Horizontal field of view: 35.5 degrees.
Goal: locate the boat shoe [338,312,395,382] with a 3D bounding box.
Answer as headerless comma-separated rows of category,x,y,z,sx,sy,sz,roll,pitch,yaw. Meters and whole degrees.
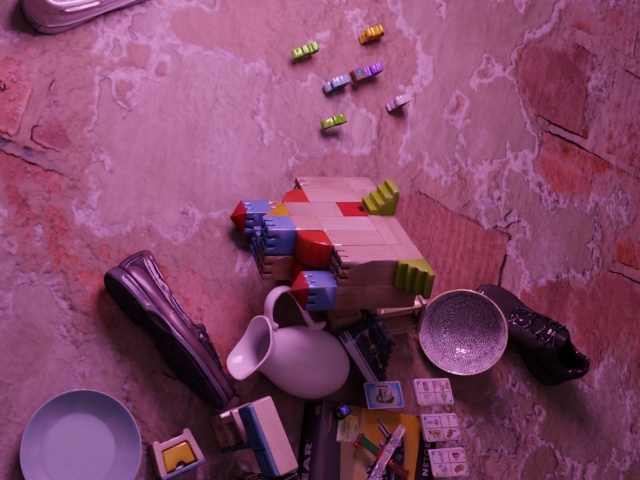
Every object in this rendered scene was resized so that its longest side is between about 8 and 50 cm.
boat shoe,0.106,0.212,1.814,0.083,0.065,0.183,-32,130,-1

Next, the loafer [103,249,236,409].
loafer,-0.233,0.146,1.681,0.302,0.109,0.095,50,58,-6

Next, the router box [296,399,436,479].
router box,0.077,0.456,1.786,0.242,0.081,0.309,13,73,-24

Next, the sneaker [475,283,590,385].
sneaker,0.426,0.179,1.998,0.286,0.130,0.109,38,67,-14

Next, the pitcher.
pitcher,-0.039,0.180,1.732,0.207,0.125,0.178,22,94,-39

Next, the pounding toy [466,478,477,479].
pounding toy,0.290,0.561,1.873,0.181,0.094,0.206,-8,92,-33

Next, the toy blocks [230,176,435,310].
toy blocks,0.000,0.000,1.714,0.260,0.381,0.191,-1,122,-19

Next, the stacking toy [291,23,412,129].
stacking toy,0.062,-0.319,1.963,0.221,0.052,0.167,-21,88,-27

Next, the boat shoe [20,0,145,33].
boat shoe,-0.343,-0.488,1.725,0.367,0.156,0.136,-33,95,-28

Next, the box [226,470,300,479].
box,-0.180,0.447,1.578,0.270,0.216,0.060,-20,88,-30

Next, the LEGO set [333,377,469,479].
LEGO set,0.136,0.342,1.781,0.244,0.060,0.183,2,65,-28

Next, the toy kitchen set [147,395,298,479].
toy kitchen set,-0.164,0.348,1.608,0.166,0.207,0.122,-20,84,-28

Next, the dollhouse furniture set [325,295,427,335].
dollhouse furniture set,0.082,0.105,1.881,0.181,0.101,0.161,-9,50,-14

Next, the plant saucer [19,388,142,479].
plant saucer,-0.384,0.336,1.598,0.194,0.037,0.195,5,78,-26

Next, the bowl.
bowl,0.279,0.169,1.935,0.170,0.170,0.080,63,17,-3
